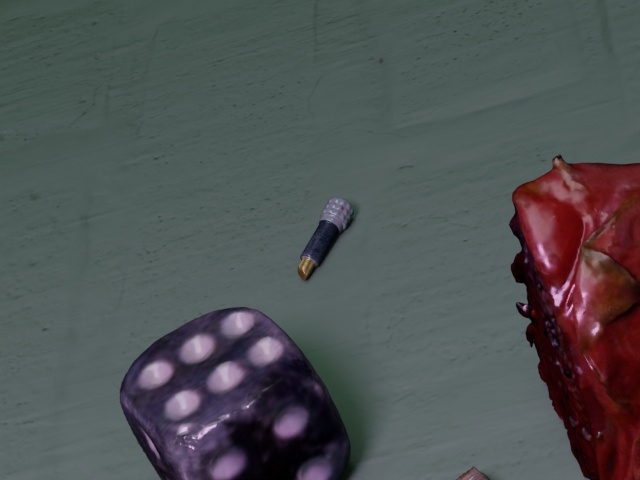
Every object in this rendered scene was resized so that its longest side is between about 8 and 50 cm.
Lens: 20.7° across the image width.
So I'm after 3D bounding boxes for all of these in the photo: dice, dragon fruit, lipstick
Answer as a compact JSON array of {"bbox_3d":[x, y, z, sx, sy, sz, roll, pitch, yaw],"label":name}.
[{"bbox_3d":[-0.090,0.193,1.833,0.182,0.183,0.181,-33,37,-15],"label":"dice"},{"bbox_3d":[0.368,0.062,1.691,0.329,0.286,0.228,-14,34,-1],"label":"dragon fruit"},{"bbox_3d":[0.000,0.000,2.131,0.037,0.037,0.116,8,53,35],"label":"lipstick"}]

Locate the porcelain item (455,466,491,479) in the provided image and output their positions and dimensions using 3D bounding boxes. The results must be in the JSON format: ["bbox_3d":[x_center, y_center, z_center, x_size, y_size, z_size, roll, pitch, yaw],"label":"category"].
[{"bbox_3d":[0.193,0.282,1.681,0.084,0.054,0.213,-32,37,-12],"label":"porcelain item"}]
